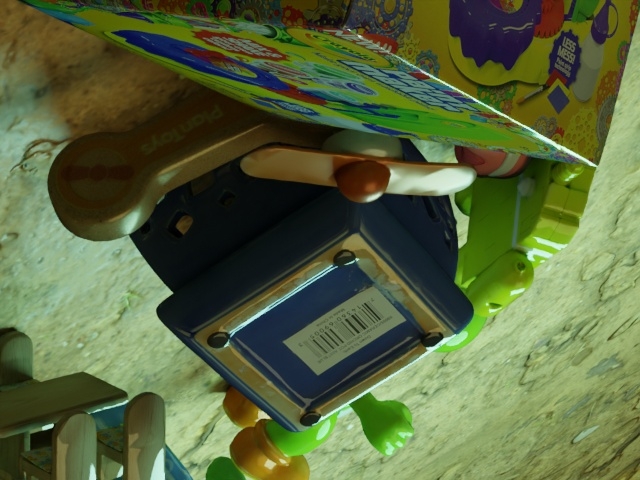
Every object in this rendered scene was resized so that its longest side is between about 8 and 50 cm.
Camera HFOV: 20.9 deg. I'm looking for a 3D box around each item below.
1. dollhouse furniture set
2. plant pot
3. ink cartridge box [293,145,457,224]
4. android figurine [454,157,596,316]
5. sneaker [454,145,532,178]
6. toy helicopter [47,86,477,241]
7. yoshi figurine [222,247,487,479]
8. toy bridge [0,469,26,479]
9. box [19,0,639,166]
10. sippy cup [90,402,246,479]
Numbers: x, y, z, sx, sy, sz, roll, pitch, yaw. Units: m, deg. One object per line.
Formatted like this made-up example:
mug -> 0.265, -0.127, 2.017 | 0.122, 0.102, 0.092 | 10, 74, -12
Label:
dollhouse furniture set -> -0.287, 0.133, 1.521 | 0.242, 0.212, 0.161 | -12, 111, -42
plant pot -> -0.014, 0.013, 1.493 | 0.236, 0.212, 0.236 | -33, 131, 13
ink cartridge box -> 0.000, 0.000, 1.750 | 0.193, 0.088, 0.234 | -41, 156, 20
android figurine -> 0.198, -0.052, 1.721 | 0.056, 0.248, 0.273 | 16, 157, -14
sneaker -> 0.146, -0.148, 1.578 | 0.136, 0.116, 0.314 | 12, 163, -5
toy helicopter -> -0.039, -0.093, 1.335 | 0.355, 0.235, 0.140 | -30, 157, -8
yoshi figurine -> 0.060, 0.131, 1.980 | 0.362, 0.203, 0.203 | -47, 169, 24
toy bridge -> -0.284, 0.227, 1.541 | 0.063, 0.188, 0.026 | -2, 108, -14
box -> 0.010, -0.181, 1.073 | 0.290, 0.279, 0.177 | 20, 83, -51
sippy cup -> -0.223, 0.307, 1.887 | 0.240, 0.224, 0.305 | -36, 156, 8
